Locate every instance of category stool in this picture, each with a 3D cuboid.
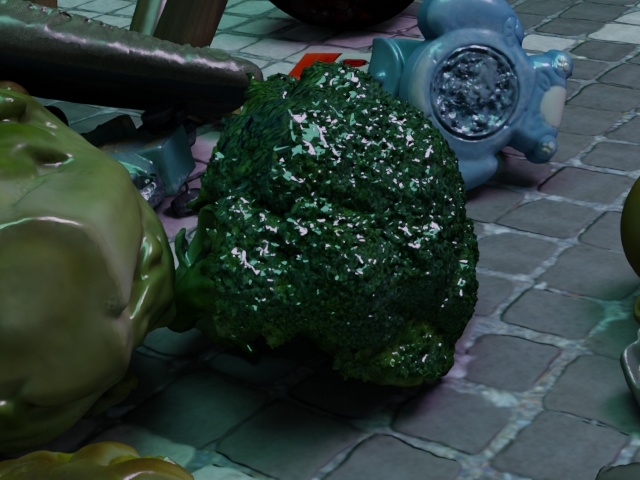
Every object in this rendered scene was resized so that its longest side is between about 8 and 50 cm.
[{"bbox_3d":[-0.222,-0.256,1.215,0.310,0.226,0.310,6,0,-22],"label":"stool"}]

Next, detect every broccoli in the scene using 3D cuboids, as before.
[{"bbox_3d":[0.000,0.000,0.910,0.245,0.265,0.294,-29,0,38],"label":"broccoli"}]

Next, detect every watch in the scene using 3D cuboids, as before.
[{"bbox_3d":[0.141,-0.149,1.244,0.211,0.211,0.193,-8,8,-8],"label":"watch"}]

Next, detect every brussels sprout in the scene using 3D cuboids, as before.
[{"bbox_3d":[-0.269,0.019,0.841,0.328,0.247,0.328,-19,32,13],"label":"brussels sprout"}]

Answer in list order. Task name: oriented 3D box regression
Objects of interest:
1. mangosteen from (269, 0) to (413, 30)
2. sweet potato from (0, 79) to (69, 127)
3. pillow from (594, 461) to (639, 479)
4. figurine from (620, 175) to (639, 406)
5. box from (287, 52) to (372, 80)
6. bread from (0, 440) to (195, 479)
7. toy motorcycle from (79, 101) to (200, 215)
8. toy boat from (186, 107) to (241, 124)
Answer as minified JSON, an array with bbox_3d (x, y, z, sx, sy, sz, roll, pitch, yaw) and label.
[{"bbox_3d":[0.037,-0.456,1.709,0.297,0.297,0.313,22,74,42],"label":"mangosteen"},{"bbox_3d":[-0.324,-0.113,1.203,0.114,0.092,0.341,-23,2,-5],"label":"sweet potato"},{"bbox_3d":[0.281,0.199,0.565,0.326,0.101,0.228,4,24,14],"label":"pillow"},{"bbox_3d":[0.344,-0.016,0.870,0.342,0.167,0.285,-29,16,-35],"label":"figurine"},{"bbox_3d":[0.043,-0.196,1.477,0.152,0.048,0.100,1,24,15],"label":"box"},{"bbox_3d":[-0.149,0.183,0.654,0.213,0.105,0.213,-6,26,3],"label":"bread"},{"bbox_3d":[-0.215,-0.054,1.171,0.198,0.109,0.296,-12,18,12],"label":"toy motorcycle"},{"bbox_3d":[-0.144,-0.169,1.429,0.172,0.065,0.066,22,59,44],"label":"toy boat"}]
